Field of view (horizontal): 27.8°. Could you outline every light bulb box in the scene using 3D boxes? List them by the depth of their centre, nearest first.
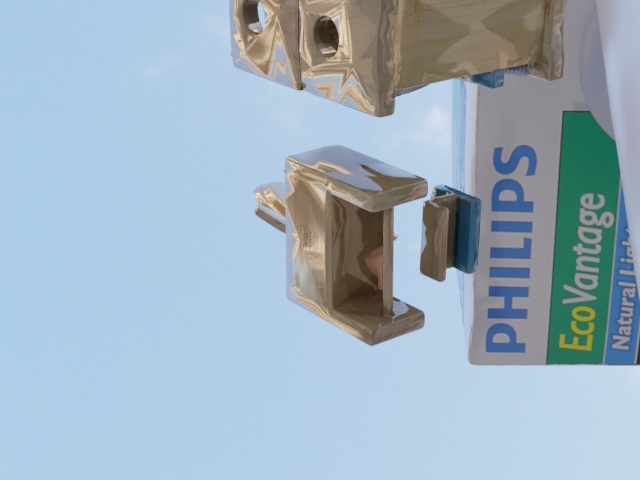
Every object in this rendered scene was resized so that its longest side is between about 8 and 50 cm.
[{"bbox_3d":[0.277,-0.114,0.913,0.361,0.225,0.358,-1,-63,3],"label":"light bulb box"}]

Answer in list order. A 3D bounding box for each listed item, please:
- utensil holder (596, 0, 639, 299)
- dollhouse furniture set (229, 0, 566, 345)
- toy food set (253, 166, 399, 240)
[{"bbox_3d":[0.227,-0.132,0.337,0.328,0.327,0.385,-10,-52,9],"label":"utensil holder"},{"bbox_3d":[0.038,-0.064,0.701,0.129,0.129,0.183,-16,-63,-34],"label":"dollhouse furniture set"},{"bbox_3d":[0.000,0.000,1.027,0.132,0.192,0.038,32,-76,-1],"label":"toy food set"}]
